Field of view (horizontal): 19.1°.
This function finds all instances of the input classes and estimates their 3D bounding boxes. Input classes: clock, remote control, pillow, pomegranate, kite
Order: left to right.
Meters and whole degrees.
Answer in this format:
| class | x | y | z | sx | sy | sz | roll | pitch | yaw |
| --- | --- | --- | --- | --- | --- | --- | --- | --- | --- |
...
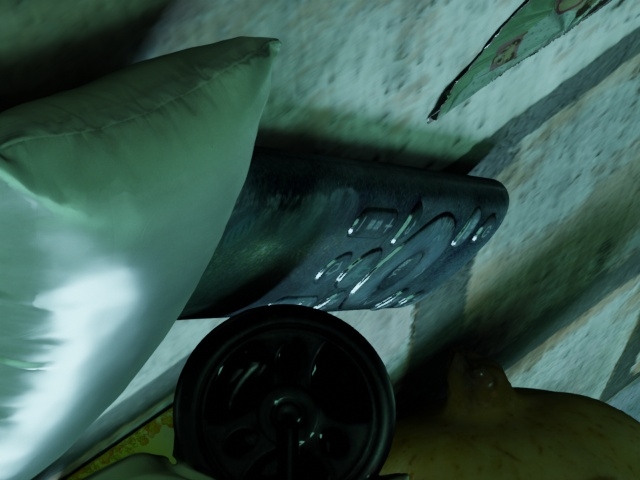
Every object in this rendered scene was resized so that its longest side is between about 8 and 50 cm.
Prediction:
| class | x | y | z | sx | sy | sz | roll | pitch | yaw |
| --- | --- | --- | --- | --- | --- | --- | --- | --- | --- |
| pillow | -0.116 | 0.026 | 0.719 | 0.144 | 0.078 | 0.254 | -16 | 152 | -43 |
| clock | -0.106 | 0.217 | 0.877 | 0.379 | 0.276 | 0.120 | -25 | 179 | -5 |
| remote control | 0.000 | 0.000 | 0.971 | 0.107 | 0.044 | 0.377 | -39 | 165 | 18 |
| pomegranate | 0.152 | 0.246 | 1.548 | 0.342 | 0.342 | 0.342 | -35 | 164 | -12 |
| kite | 0.118 | -0.131 | 0.929 | 0.250 | 0.012 | 0.229 | -13 | 150 | -54 |

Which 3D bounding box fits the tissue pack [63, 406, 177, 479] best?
| class | x | y | z | sx | sy | sz | roll | pitch | yaw |
| --- | --- | --- | --- | --- | --- | --- | --- | --- | --- |
| tissue pack | -0.070 | 0.135 | 1.156 | 0.176 | 0.062 | 0.095 | -33 | 163 | -17 |
